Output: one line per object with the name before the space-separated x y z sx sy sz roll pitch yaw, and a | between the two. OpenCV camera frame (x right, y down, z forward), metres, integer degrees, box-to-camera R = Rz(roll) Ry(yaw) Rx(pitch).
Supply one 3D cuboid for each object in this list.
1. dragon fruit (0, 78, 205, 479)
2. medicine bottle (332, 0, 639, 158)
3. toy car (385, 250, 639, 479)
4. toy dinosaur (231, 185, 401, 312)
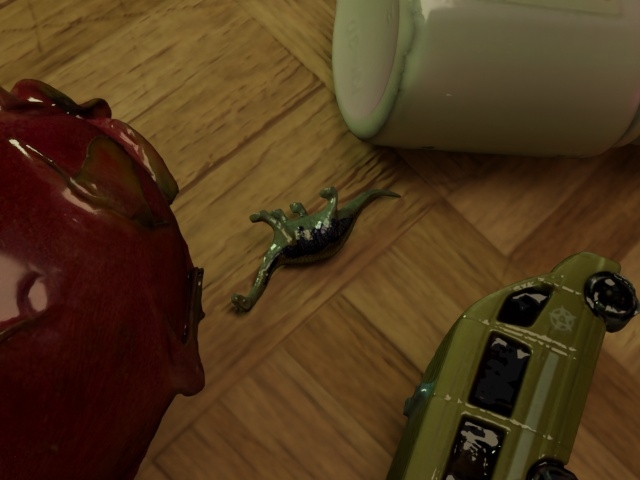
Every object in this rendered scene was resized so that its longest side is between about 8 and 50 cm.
dragon fruit | -0.192 0.049 0.837 0.250 0.250 0.315 36 71 2
medicine bottle | 0.168 -0.150 1.124 0.292 0.170 0.170 2 60 -19
toy car | 0.127 0.110 0.995 0.124 0.101 0.257 25 56 -2
toy dinosaur | -0.008 -0.012 1.057 0.180 0.037 0.058 -34 100 -26
